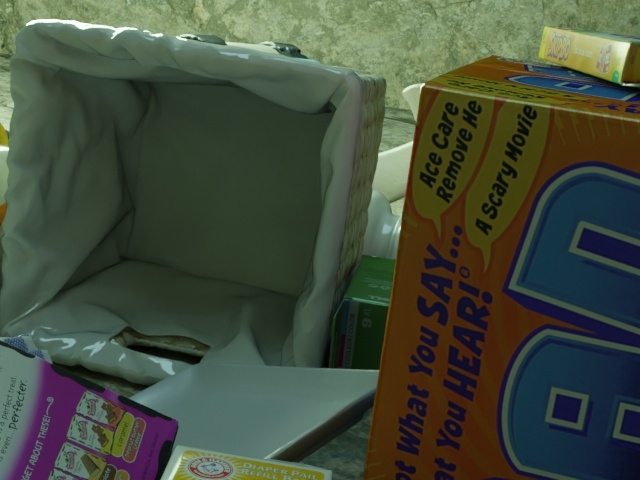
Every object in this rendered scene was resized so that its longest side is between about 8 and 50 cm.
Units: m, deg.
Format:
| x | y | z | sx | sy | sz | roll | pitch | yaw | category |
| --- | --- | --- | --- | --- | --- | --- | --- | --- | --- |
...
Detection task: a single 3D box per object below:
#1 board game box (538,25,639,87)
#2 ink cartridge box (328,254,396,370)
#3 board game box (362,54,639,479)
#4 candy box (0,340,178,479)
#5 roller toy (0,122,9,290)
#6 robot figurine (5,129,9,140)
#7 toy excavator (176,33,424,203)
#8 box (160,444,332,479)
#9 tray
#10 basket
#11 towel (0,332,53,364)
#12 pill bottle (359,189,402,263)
| x | y | z | sx | sy | sz | roll | pitch | yaw | category |
| --- | --- | --- | --- | --- | --- | --- | --- | --- | --- |
| 0.249 | -0.129 | 0.731 | 0.124 | 0.039 | 0.259 | 7 | 17 | -2 | board game box |
| 0.053 | 0.096 | 1.017 | 0.062 | 0.109 | 0.209 | 9 | 16 | 7 | ink cartridge box |
| 0.247 | 0.077 | 0.718 | 0.356 | 0.356 | 0.356 | 11 | 16 | 13 | board game box |
| -0.217 | 0.136 | 0.598 | 0.233 | 0.071 | 0.159 | 28 | 35 | -13 | candy box |
| -0.381 | -0.015 | 1.046 | 0.146 | 0.209 | 0.191 | 13 | 23 | 23 | roller toy |
| -0.470 | -0.070 | 1.236 | 0.278 | 0.209 | 0.173 | 10 | 29 | 9 | robot figurine |
| -0.018 | -0.130 | 1.407 | 0.222 | 0.433 | 0.445 | -7 | 50 | -51 | toy excavator |
| -0.055 | 0.212 | 0.553 | 0.103 | 0.114 | 0.203 | 9 | 16 | 1 | box |
| -0.074 | 0.139 | 0.786 | 0.145 | 0.030 | 0.270 | -27 | 13 | -39 | tray |
| -0.118 | -0.045 | 1.037 | 0.328 | 0.331 | 0.266 | 11 | 14 | 9 | basket |
| -0.268 | 0.158 | 0.620 | 0.285 | 0.034 | 0.209 | -4 | 51 | -43 | towel |
| 0.000 | 0.000 | 1.249 | 0.272 | 0.152 | 0.152 | 12 | 17 | 16 | pill bottle |
